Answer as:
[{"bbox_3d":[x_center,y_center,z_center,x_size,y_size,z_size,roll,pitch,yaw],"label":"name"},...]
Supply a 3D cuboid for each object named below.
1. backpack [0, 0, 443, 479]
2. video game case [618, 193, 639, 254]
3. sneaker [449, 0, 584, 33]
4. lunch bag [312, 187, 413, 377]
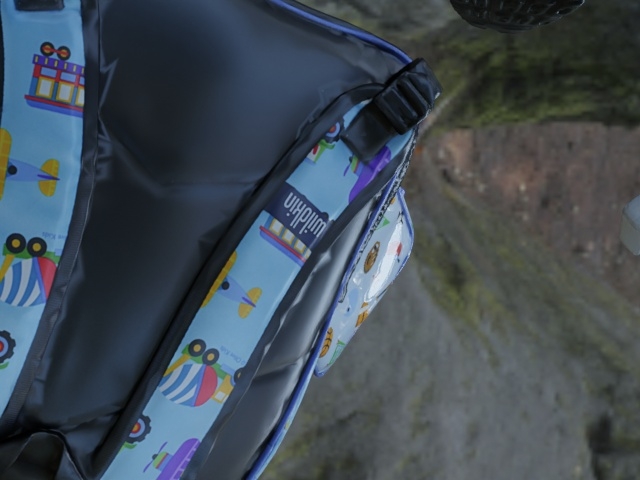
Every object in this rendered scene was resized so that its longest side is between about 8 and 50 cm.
[{"bbox_3d":[-0.069,-0.003,0.398,0.158,0.117,0.173,22,91,-26],"label":"backpack"},{"bbox_3d":[0.240,-0.060,0.747,0.173,0.022,0.190,-42,169,7],"label":"video game case"},{"bbox_3d":[0.148,-0.262,0.814,0.130,0.109,0.286,-80,-175,-51],"label":"sneaker"},{"bbox_3d":[0.000,0.000,1.446,0.243,0.115,0.303,-56,156,-17],"label":"lunch bag"}]
